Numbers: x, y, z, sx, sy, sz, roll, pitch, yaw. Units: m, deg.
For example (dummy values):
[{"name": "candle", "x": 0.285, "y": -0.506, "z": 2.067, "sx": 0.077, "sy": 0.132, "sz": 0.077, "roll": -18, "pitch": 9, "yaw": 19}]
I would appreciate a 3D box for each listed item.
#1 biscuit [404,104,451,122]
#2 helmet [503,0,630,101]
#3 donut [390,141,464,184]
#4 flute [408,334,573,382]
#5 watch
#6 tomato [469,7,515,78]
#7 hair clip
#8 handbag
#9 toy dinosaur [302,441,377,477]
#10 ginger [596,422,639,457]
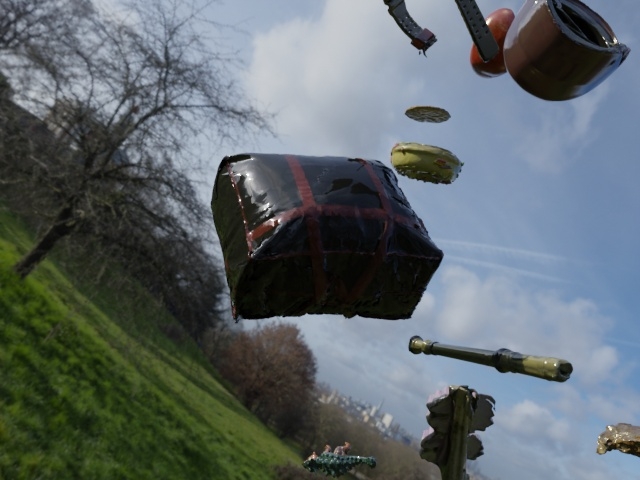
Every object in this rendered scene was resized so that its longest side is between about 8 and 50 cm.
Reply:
[{"name": "biscuit", "x": 0.278, "y": -0.327, "z": 1.265, "sx": 0.120, "sy": 0.015, "sz": 0.120, "roll": 9, "pitch": -2, "yaw": 0}, {"name": "helmet", "x": 0.564, "y": -0.452, "z": 1.166, "sx": 0.271, "sy": 0.338, "sz": 0.197, "roll": 38, "pitch": -50, "yaw": 3}, {"name": "donut", "x": 0.242, "y": -0.175, "z": 1.132, "sx": 0.175, "sy": 0.068, "sz": 0.174, "roll": 15, "pitch": -2, "yaw": 1}, {"name": "flute", "x": 0.167, "y": 0.123, "z": 0.521, "sx": 0.027, "sy": 0.027, "sz": 0.233, "roll": 35, "pitch": -18, "yaw": -15}, {"name": "watch", "x": 0.243, "y": -0.475, "z": 1.030, "sx": 0.268, "sy": 0.102, "sz": 0.165, "roll": 52, "pitch": -25, "yaw": -18}, {"name": "tomato", "x": 0.460, "y": -0.537, "z": 1.334, "sx": 0.082, "sy": 0.174, "sz": 0.166, "roll": -4, "pitch": 13, "yaw": -12}, {"name": "hair clip", "x": 0.209, "y": 0.311, "z": 0.757, "sx": 0.107, "sy": 0.084, "sz": 0.291, "roll": 3, "pitch": -55, "yaw": 12}, {"name": "handbag", "x": 0.000, "y": 0.000, "z": 0.510, "sx": 0.216, "sy": 0.155, "sz": 0.169, "roll": 1, "pitch": 39, "yaw": -19}, {"name": "toy dinosaur", "x": 0.033, "y": 0.398, "z": 0.877, "sx": 0.154, "sy": 0.049, "sz": 0.055, "roll": -17, "pitch": -3, "yaw": 30}, {"name": "ginger", "x": 0.632, "y": 0.350, "z": 0.833, "sx": 0.122, "sy": 0.084, "sz": 0.290, "roll": -5, "pitch": -9, "yaw": -35}]
